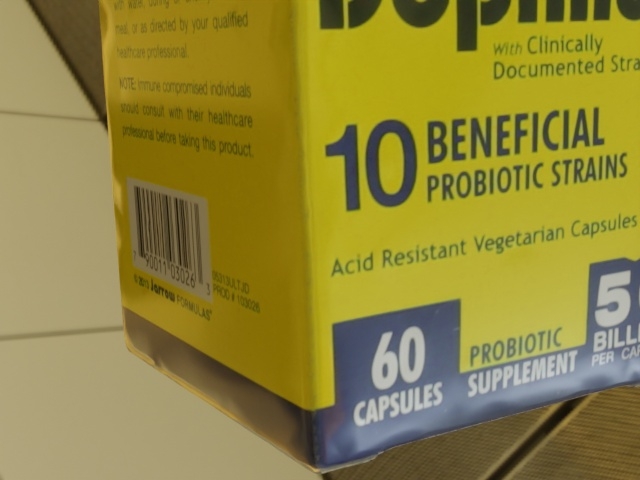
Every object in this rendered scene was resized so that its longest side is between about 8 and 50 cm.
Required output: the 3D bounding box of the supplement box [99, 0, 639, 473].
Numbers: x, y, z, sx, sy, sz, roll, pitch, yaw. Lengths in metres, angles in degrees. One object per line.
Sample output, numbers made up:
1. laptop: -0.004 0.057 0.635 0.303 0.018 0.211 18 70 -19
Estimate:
1. supplement box: 0.025 -0.116 0.455 0.195 0.194 0.356 16 -69 58
